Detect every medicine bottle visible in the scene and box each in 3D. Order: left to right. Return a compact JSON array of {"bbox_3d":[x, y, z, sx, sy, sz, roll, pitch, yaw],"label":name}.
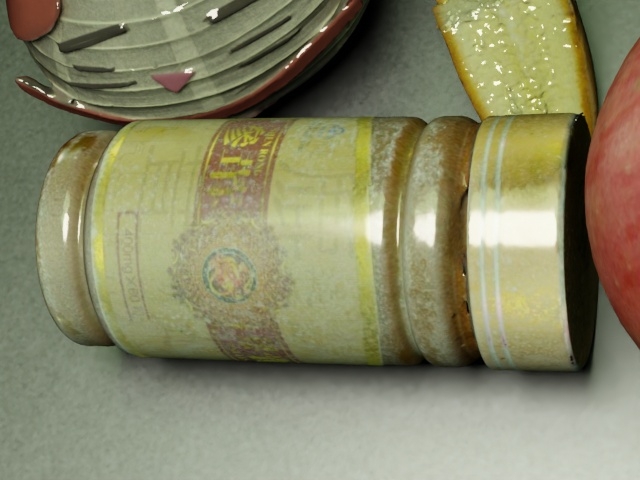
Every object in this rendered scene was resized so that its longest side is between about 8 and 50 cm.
[{"bbox_3d":[0.000,0.000,0.972,0.323,0.151,0.151,0,65,18],"label":"medicine bottle"}]

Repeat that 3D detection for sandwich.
[{"bbox_3d":[0.118,-0.172,1.056,0.090,0.088,0.244,-19,61,13],"label":"sandwich"}]

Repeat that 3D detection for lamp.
[{"bbox_3d":[-0.086,-0.191,1.050,0.265,0.233,0.233,-22,60,9],"label":"lamp"}]

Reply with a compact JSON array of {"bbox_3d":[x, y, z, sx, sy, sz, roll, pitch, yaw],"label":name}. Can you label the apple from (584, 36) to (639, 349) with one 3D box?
[{"bbox_3d":[0.312,-0.035,0.838,0.345,0.269,0.344,-1,81,6],"label":"apple"}]
